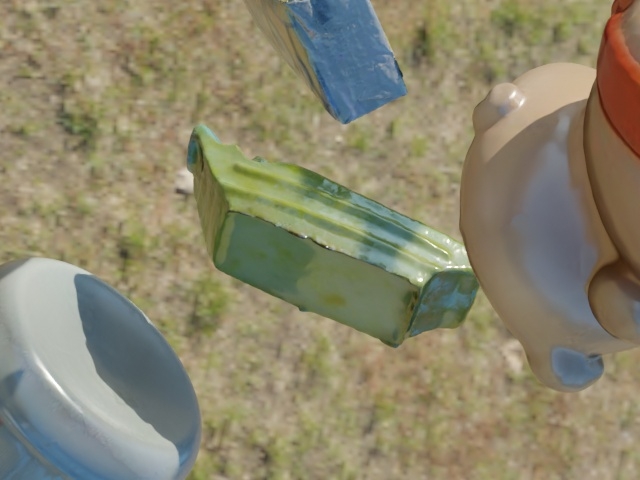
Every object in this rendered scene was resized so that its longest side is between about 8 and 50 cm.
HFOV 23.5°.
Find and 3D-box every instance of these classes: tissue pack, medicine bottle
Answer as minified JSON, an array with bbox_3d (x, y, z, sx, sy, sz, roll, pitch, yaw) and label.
[{"bbox_3d":[-0.011,-0.156,1.020,0.060,0.148,0.108,-31,130,-5],"label":"tissue pack"},{"bbox_3d":[-0.281,0.191,1.338,0.306,0.245,0.245,-43,144,19],"label":"medicine bottle"}]

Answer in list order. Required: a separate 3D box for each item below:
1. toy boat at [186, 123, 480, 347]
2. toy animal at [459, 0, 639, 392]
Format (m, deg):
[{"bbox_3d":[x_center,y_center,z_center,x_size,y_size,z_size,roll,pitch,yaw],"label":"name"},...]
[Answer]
[{"bbox_3d":[-0.004,0.003,1.280,0.084,0.276,0.111,-55,167,-38],"label":"toy boat"},{"bbox_3d":[0.155,-0.034,0.616,0.171,0.197,0.171,14,65,-31],"label":"toy animal"}]
